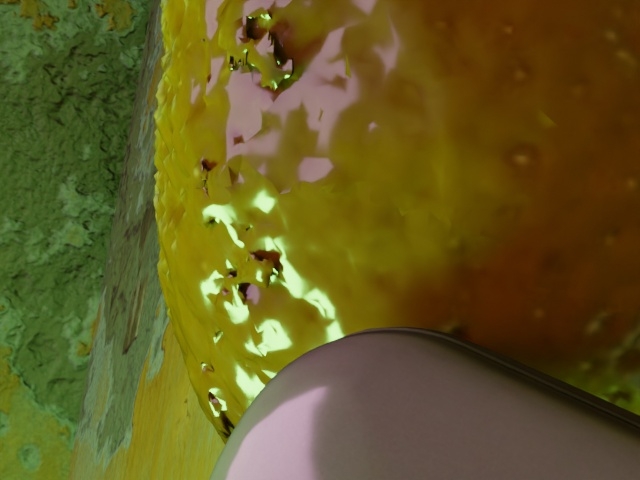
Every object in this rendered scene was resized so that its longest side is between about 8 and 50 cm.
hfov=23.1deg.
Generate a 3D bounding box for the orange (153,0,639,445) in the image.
[{"bbox_3d":[0.090,-0.054,0.553,0.340,0.293,0.340,-178,90,-87],"label":"orange"}]

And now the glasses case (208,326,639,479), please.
[{"bbox_3d":[0.106,0.118,0.373,0.113,0.297,0.075,-66,-14,5],"label":"glasses case"}]
